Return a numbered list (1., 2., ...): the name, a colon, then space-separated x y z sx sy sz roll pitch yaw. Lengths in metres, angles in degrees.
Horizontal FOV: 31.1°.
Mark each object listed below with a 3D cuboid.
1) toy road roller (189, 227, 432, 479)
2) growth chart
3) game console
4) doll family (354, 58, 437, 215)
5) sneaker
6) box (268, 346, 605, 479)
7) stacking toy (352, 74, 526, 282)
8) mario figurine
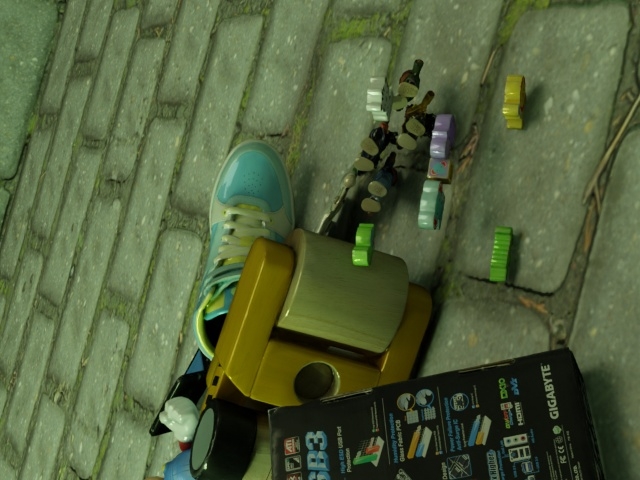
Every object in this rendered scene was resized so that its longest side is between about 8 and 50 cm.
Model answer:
1. toy road roller: -0.034 0.141 1.354 0.240 0.202 0.330 -133 61 -70
2. growth chart: 0.000 0.000 1.466 0.237 0.021 0.172 -65 -1 20
3. game console: -0.220 0.227 1.766 0.071 0.107 0.122 43 118 27
4. doll family: 0.088 -0.117 1.360 0.193 0.076 0.111 -55 5 20
5. sneaker: -0.096 0.020 1.535 0.208 0.127 0.319 -158 74 -85
6. box: 0.107 0.263 1.003 0.293 0.073 0.296 -15 57 15
7. stacking toy: 0.125 -0.072 1.219 0.166 0.052 0.221 4 76 18
8. mario figurine: -0.204 0.343 1.567 0.320 0.170 0.198 -44 6 31
